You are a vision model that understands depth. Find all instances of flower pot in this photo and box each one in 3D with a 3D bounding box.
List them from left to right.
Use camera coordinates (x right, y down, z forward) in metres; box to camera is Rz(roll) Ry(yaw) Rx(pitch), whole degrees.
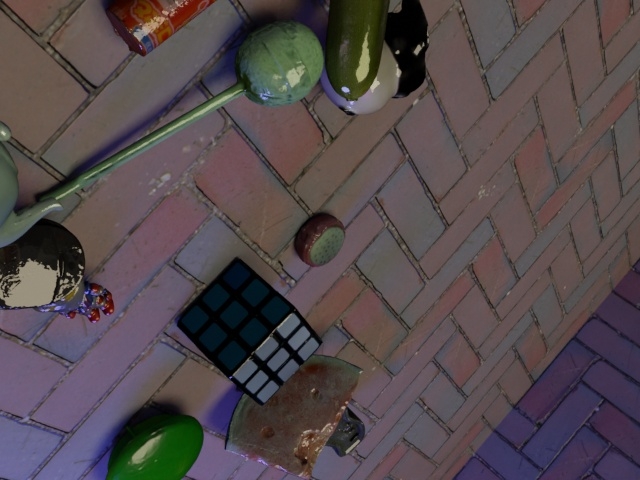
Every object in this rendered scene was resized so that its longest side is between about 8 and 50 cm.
[{"bbox_3d":[0.019,0.407,1.944,0.103,0.108,0.229,-45,146,-8],"label":"flower pot"}]

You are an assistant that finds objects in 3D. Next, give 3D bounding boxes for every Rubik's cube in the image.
[{"bbox_3d":[-0.121,0.160,1.478,0.160,0.162,0.163,-46,146,-9],"label":"Rubik's cube"}]

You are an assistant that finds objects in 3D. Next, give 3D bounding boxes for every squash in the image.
[{"bbox_3d":[0.059,-0.366,1.190,0.094,0.094,0.341,2,99,-51],"label":"squash"}]

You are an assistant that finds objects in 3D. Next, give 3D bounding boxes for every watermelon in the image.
[{"bbox_3d":[-0.048,0.365,1.737,0.318,0.226,0.148,-27,169,-15],"label":"watermelon"}]

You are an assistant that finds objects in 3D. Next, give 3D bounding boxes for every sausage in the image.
[{"bbox_3d":[-0.139,-0.335,1.051,0.274,0.074,0.074,-43,147,-14],"label":"sausage"}]

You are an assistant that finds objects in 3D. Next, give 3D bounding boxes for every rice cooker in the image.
[{"bbox_3d":[-0.376,0.026,1.048,0.165,0.106,0.112,-1,100,-19],"label":"rice cooker"}]

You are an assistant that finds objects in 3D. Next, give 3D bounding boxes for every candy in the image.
[{"bbox_3d":[-0.184,-0.162,1.160,0.439,0.119,0.119,-34,144,-13],"label":"candy"},{"bbox_3d":[0.000,0.000,1.577,0.103,0.043,0.103,-29,139,-29],"label":"candy"}]

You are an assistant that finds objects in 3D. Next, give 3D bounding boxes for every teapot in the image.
[{"bbox_3d":[-0.397,-0.079,0.928,0.159,0.159,0.232,-46,119,-8],"label":"teapot"}]

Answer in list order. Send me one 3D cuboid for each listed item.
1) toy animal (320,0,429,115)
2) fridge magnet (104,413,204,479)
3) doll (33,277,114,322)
[{"bbox_3d":[0.079,-0.284,1.325,0.179,0.138,0.166,-28,122,-19],"label":"toy animal"},{"bbox_3d":[-0.304,0.398,1.553,0.208,0.088,0.208,-31,143,-27],"label":"fridge magnet"},{"bbox_3d":[-0.363,0.071,1.184,0.104,0.062,0.194,-12,155,20],"label":"doll"}]
